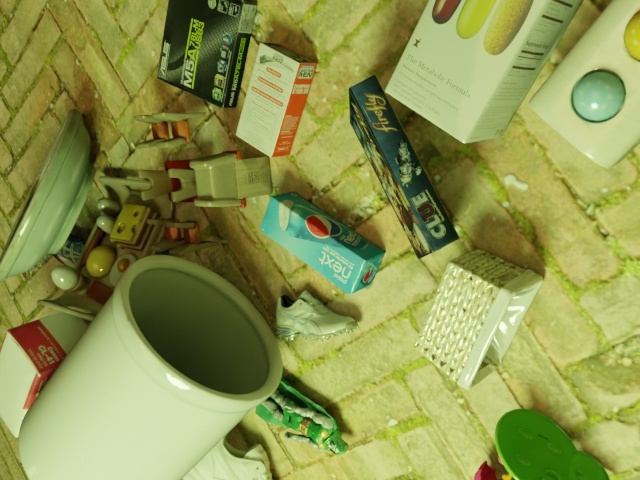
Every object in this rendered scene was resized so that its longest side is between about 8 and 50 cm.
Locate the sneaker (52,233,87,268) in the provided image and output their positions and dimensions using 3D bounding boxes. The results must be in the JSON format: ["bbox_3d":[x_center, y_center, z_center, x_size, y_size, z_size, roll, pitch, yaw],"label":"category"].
[{"bbox_3d":[-0.570,0.024,1.477,0.211,0.080,0.081,39,115,11],"label":"sneaker"}]

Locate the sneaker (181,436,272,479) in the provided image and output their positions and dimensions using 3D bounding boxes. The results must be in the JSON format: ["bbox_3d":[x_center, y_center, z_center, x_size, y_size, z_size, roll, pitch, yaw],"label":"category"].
[{"bbox_3d":[-0.127,0.502,1.233,0.305,0.114,0.152,39,81,1],"label":"sneaker"}]

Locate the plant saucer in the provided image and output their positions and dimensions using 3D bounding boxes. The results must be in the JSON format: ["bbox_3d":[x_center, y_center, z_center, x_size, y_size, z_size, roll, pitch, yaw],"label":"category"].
[{"bbox_3d":[-0.579,-0.086,1.353,0.400,0.100,0.401,-42,35,38],"label":"plant saucer"}]

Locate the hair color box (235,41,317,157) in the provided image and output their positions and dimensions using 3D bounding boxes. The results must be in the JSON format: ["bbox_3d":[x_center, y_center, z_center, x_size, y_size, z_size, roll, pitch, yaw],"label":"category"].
[{"bbox_3d":[-0.077,-0.237,1.056,0.093,0.053,0.167,35,121,27],"label":"hair color box"}]

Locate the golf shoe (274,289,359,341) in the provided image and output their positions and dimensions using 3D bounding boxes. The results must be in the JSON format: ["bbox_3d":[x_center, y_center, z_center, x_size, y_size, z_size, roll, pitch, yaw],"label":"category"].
[{"bbox_3d":[-0.015,0.131,1.095,0.176,0.069,0.086,-5,92,36],"label":"golf shoe"}]

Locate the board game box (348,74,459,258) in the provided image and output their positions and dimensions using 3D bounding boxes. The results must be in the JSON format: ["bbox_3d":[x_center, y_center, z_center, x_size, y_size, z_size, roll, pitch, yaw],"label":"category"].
[{"bbox_3d":[0.112,-0.094,0.888,0.042,0.165,0.244,-26,84,1],"label":"board game box"}]

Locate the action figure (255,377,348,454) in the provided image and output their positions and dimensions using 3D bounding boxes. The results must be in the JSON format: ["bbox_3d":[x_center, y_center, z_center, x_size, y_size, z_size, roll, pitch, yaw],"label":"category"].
[{"bbox_3d":[-0.042,0.330,1.164,0.232,0.063,0.137,23,122,32],"label":"action figure"}]

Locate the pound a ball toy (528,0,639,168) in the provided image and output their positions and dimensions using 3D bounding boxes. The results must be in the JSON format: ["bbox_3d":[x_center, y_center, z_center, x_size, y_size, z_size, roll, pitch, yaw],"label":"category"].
[{"bbox_3d":[0.406,-0.211,0.654,0.208,0.135,0.319,48,125,18],"label":"pound a ball toy"}]

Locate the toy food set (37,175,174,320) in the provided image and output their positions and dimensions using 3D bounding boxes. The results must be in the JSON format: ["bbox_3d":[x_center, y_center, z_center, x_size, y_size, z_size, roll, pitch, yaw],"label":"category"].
[{"bbox_3d":[-0.449,0.012,1.292,0.219,0.092,0.306,8,71,34],"label":"toy food set"}]

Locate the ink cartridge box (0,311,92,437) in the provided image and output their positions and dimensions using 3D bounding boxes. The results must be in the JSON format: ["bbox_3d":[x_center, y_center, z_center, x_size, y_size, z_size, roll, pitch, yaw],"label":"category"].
[{"bbox_3d":[-0.528,0.256,1.350,0.131,0.306,0.226,44,124,20],"label":"ink cartridge box"}]

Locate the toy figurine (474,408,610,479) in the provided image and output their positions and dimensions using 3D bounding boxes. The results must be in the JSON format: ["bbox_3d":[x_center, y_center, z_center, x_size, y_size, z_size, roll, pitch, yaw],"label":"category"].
[{"bbox_3d":[0.299,0.352,0.909,0.173,0.130,0.159,25,132,3],"label":"toy figurine"}]

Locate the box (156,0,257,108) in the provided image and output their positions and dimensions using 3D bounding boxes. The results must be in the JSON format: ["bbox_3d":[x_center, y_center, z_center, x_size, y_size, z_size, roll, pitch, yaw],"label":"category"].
[{"bbox_3d":[-0.211,-0.359,1.131,0.184,0.045,0.191,28,116,25],"label":"box"}]

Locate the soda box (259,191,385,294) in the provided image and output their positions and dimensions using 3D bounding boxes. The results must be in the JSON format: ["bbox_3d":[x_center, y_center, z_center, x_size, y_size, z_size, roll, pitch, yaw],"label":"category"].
[{"bbox_3d":[0.000,0.000,1.049,0.210,0.067,0.071,34,119,25],"label":"soda box"}]

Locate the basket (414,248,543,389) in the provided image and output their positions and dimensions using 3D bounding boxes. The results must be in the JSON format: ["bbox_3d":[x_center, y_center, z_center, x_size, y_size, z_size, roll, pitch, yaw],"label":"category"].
[{"bbox_3d":[0.220,0.106,0.886,0.103,0.113,0.167,34,119,30],"label":"basket"}]

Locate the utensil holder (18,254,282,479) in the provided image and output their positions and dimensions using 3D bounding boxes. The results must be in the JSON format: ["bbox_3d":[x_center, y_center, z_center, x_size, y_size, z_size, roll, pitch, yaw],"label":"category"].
[{"bbox_3d":[-0.311,0.275,1.129,0.328,0.327,0.385,48,110,17],"label":"utensil holder"}]

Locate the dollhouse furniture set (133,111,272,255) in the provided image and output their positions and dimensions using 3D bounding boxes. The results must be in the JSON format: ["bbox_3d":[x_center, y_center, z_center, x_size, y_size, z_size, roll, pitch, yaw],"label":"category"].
[{"bbox_3d":[-0.225,-0.112,1.175,0.259,0.135,0.262,7,105,47],"label":"dollhouse furniture set"}]

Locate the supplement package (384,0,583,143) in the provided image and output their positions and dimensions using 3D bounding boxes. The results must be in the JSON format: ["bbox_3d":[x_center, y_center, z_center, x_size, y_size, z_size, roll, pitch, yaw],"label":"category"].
[{"bbox_3d":[0.214,-0.265,0.783,0.139,0.133,0.244,39,121,22],"label":"supplement package"}]
